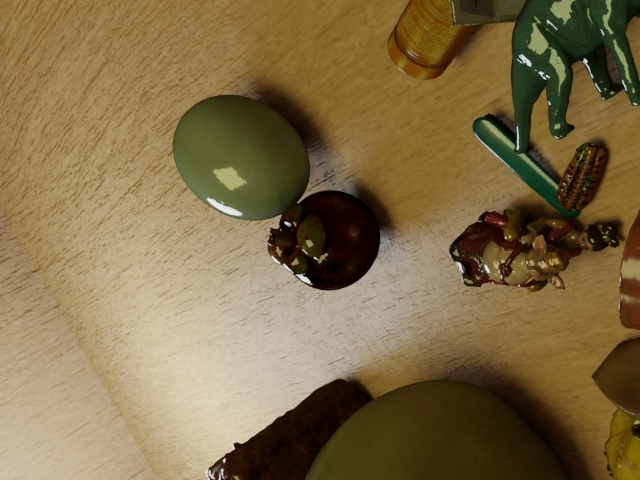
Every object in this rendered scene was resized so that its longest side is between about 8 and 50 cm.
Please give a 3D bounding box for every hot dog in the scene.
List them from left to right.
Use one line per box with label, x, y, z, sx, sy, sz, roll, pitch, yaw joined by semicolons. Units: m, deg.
hot dog;0.343;-0.081;1.520;0.049;0.037;0.122;22;138;12

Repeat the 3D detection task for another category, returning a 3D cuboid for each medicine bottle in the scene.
medicine bottle;0.166;-0.306;1.533;0.096;0.096;0.192;52;149;11

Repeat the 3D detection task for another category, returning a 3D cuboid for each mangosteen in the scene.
mangosteen;0.000;0.000;1.925;0.200;0.200;0.200;35;141;34

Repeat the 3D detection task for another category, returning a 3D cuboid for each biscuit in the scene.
biscuit;0.023;0.490;2.174;0.395;0.343;0.166;52;145;7

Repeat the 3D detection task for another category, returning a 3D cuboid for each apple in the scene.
apple;0.172;0.462;1.868;0.473;0.473;0.473;35;141;34

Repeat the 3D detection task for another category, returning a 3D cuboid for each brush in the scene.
brush;0.289;-0.106;1.594;0.193;0.032;0.043;42;141;5

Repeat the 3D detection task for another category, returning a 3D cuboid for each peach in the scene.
peach;0.466;0.294;1.592;0.151;0.118;0.151;-177;90;-81

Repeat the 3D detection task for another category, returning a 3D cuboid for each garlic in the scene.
garlic;0.471;0.187;1.477;0.112;0.143;0.318;38;162;-27

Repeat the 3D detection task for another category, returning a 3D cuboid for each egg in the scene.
egg;-0.138;-0.144;1.993;0.283;0.203;0.203;30;138;37

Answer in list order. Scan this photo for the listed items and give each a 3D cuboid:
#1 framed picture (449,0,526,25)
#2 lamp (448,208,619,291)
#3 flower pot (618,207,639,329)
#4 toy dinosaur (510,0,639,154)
framed picture;0.248;-0.328;1.386;0.201;0.010;0.136;1;120;22
lamp;0.295;0.018;1.608;0.253;0.118;0.118;4;119;55
flower pot;0.460;0.036;1.336;0.173;0.190;0.190;16;129;36
toy dinosaur;0.266;-0.299;1.334;0.331;0.129;0.383;54;140;-7
